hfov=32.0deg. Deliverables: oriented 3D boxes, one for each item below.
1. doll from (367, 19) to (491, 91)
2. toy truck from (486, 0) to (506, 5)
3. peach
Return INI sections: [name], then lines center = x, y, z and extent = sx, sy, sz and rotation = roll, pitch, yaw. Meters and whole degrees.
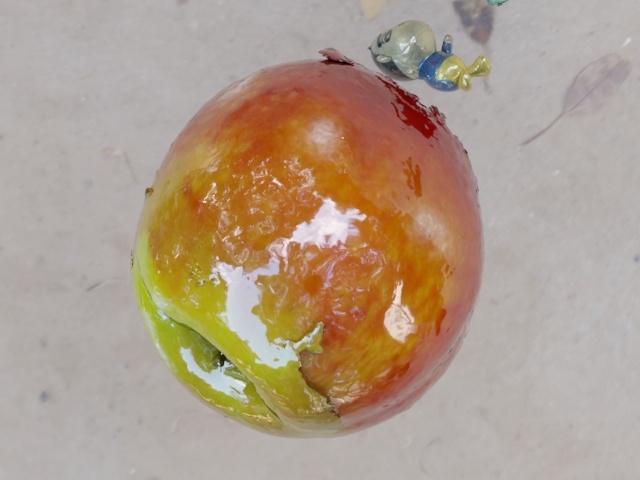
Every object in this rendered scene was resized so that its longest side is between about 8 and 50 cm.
[doll]
center = 0.137, -0.245, 1.483
extent = 0.179, 0.102, 0.089
rotation = 16, 132, 35
[toy truck]
center = 0.287, -0.388, 1.343
extent = 0.259, 0.135, 0.128
rotation = -16, 122, 32
[peach]
center = 0.000, 0.000, 1.077
extent = 0.370, 0.370, 0.370
rotation = 7, 108, 22
